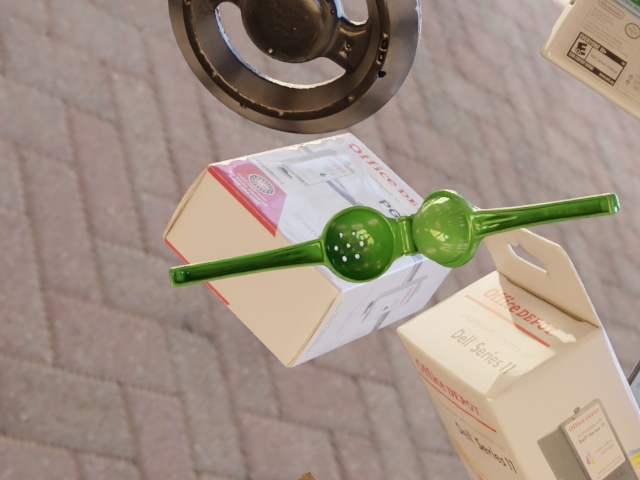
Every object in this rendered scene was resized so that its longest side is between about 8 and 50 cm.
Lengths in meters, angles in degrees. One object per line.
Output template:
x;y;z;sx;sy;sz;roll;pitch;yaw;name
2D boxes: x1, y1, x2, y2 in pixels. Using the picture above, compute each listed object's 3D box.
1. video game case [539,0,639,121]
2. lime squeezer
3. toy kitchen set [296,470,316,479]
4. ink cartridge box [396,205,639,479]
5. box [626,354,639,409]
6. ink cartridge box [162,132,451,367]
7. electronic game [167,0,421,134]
0.241;-0.144;1.041;0.157;0.143;0.019;30;2;-21;video game case
0.056;-0.008;1.116;0.110;0.311;0.058;40;43;-69;lime squeezer
0.034;0.262;1.568;0.083;0.075;0.068;49;-10;43;toy kitchen set
0.187;0.158;1.368;0.353;0.119;0.207;63;-11;-20;ink cartridge box
0.355;0.085;1.585;0.037;0.136;0.225;29;53;10;box
0.000;0.000;1.736;0.207;0.117;0.283;44;31;18;ink cartridge box
-0.024;-0.199;1.377;0.229;0.229;0.048;47;32;-9;electronic game
